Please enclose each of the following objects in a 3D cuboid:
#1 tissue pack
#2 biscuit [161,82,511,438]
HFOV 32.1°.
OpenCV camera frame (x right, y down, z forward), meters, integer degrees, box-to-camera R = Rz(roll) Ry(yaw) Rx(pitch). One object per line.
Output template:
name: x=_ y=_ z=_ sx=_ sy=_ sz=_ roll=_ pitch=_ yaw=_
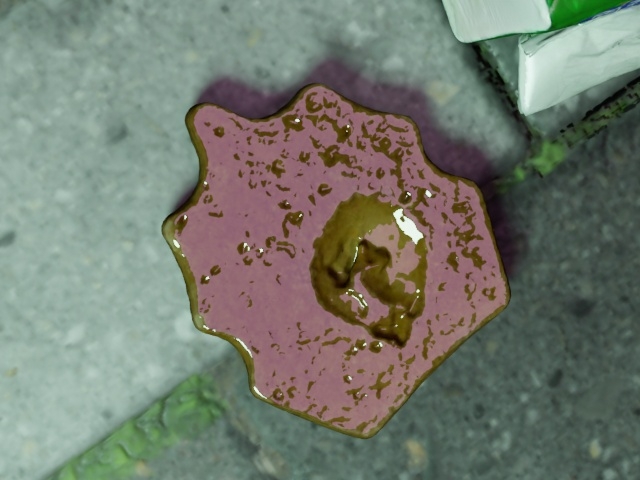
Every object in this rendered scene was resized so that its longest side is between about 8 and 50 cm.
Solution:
tissue pack: x=0.181 y=-0.173 z=0.618 sx=0.209 sy=0.148 sz=0.156 roll=-24 pitch=98 yaw=-8
biscuit: x=0.000 y=0.000 z=0.656 sx=0.182 sy=0.034 sz=0.215 roll=-44 pitch=98 yaw=-5
